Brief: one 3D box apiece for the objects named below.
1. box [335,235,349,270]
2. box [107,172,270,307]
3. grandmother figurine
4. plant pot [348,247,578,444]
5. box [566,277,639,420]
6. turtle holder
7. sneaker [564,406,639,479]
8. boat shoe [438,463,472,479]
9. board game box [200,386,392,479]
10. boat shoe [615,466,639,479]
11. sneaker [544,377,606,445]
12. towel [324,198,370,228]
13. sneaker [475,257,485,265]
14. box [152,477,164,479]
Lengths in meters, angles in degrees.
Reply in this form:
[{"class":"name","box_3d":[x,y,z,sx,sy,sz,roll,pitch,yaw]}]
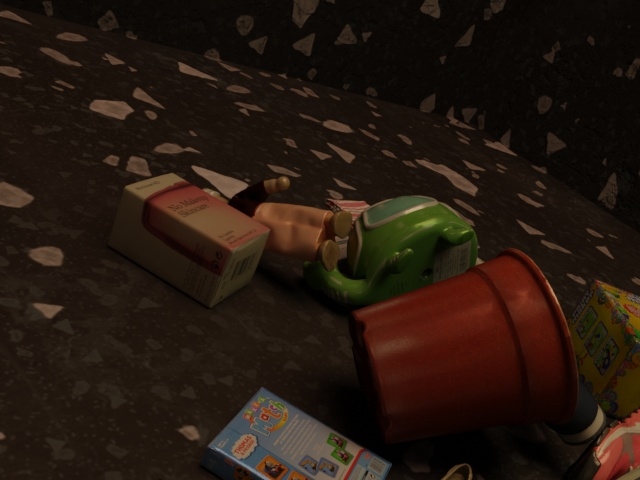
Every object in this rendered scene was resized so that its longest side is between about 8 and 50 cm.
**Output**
[{"class":"box","box_3d":[0.000,0.000,1.532,0.186,0.038,0.145,35,26,28]},{"class":"box","box_3d":[-0.234,-0.006,1.219,0.232,0.126,0.149,30,25,13]},{"class":"grandmother figurine","box_3d":[-0.121,-0.029,1.328,0.343,0.207,0.104,15,-24,26]},{"class":"plant pot","box_3d":[0.193,0.174,1.013,0.265,0.272,0.272,-14,32,-6]},{"class":"box","box_3d":[0.708,0.262,1.454,0.290,0.177,0.279,21,23,-6]},{"class":"turtle holder","box_3d":[0.150,0.043,1.382,0.243,0.320,0.227,46,4,-43]},{"class":"sneaker","box_3d":[0.529,0.374,1.130,0.314,0.115,0.136,-5,41,-45]},{"class":"boat shoe","box_3d":[0.174,0.354,0.933,0.049,0.043,0.137,35,27,20]},{"class":"board game box","box_3d":[-0.026,0.292,0.886,0.212,0.039,0.160,29,24,11]},{"class":"boat shoe","box_3d":[0.343,0.407,0.817,0.500,0.186,0.156,-6,42,-40]},{"class":"sneaker","box_3d":[0.374,0.226,1.201,0.131,0.112,0.319,48,-1,-18]},{"class":"towel","box_3d":[0.118,-0.059,1.776,0.144,0.029,0.197,1,32,-42]},{"class":"sneaker","box_3d":[0.351,0.060,1.691,0.086,0.085,0.237,39,7,-37]},{"class":"box","box_3d":[-0.145,0.351,0.626,0.233,0.059,0.183,34,27,23]}]
